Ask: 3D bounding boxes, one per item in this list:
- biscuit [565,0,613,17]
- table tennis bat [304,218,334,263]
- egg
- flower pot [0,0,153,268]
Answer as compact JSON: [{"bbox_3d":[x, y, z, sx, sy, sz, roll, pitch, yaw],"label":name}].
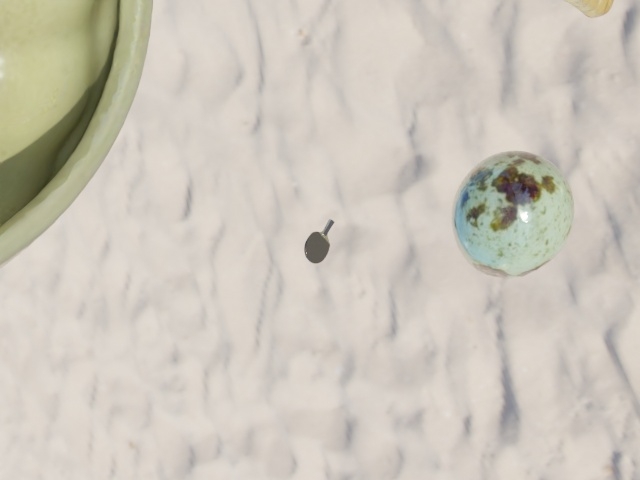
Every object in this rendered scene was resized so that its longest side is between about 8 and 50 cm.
[{"bbox_3d":[0.239,-0.303,1.046,0.030,0.160,0.249,30,100,31],"label":"biscuit"},{"bbox_3d":[0.000,0.000,2.244,0.007,0.083,0.050,1,145,49],"label":"table tennis bat"},{"bbox_3d":[0.267,-0.030,1.906,0.169,0.169,0.231,60,161,20],"label":"egg"},{"bbox_3d":[-0.250,-0.107,0.555,0.244,0.307,0.307,-4,100,47],"label":"flower pot"}]
